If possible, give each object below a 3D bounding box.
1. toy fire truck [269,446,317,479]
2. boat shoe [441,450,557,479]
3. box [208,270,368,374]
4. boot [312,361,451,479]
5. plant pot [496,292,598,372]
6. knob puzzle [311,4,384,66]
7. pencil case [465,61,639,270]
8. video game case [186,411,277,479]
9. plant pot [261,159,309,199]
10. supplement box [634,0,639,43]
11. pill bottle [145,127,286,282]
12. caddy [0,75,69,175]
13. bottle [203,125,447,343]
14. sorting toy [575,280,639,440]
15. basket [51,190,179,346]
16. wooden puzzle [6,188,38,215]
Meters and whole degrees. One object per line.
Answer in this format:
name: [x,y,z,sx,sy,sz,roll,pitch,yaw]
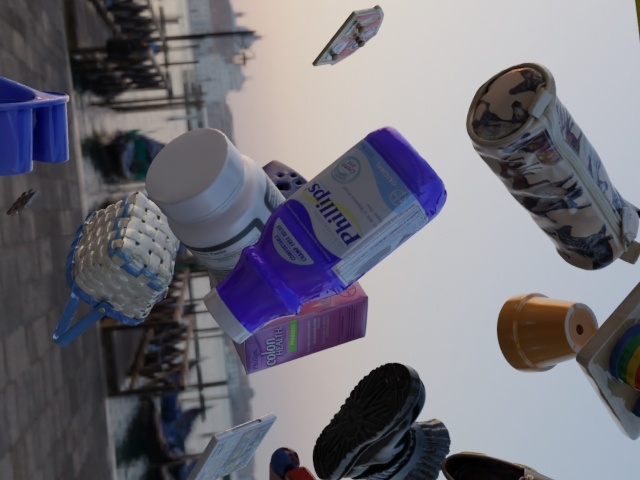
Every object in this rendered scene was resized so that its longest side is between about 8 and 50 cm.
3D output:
toy fire truck: [-0.015,0.485,1.376,0.302,0.169,0.254,-143,-138,-60]
boat shoe: [0.358,0.455,1.447,0.324,0.117,0.097,9,-27,47]
box: [-0.064,0.106,1.546,0.117,0.242,0.214,90,-23,-44]
boot: [0.169,0.376,1.623,0.348,0.260,0.131,-52,-146,38]
plant pot: [0.581,0.227,2.050,0.188,0.205,0.205,-16,-101,56]
knob puzzle: [0.087,-0.475,1.926,0.030,0.213,0.213,51,-14,9]
pencil case: [0.399,-0.115,1.374,0.183,0.160,0.410,15,-23,50]
video game case: [-0.209,0.487,1.885,0.023,0.183,0.201,49,-53,26]
plant pot: [-0.088,-0.011,1.898,0.212,0.236,0.236,24,-41,30]
supplement box: [0.595,-0.439,1.223,0.194,0.195,0.357,11,-43,38]
pill bottle: [-0.127,-0.029,1.223,0.283,0.161,0.161,53,19,-47]
caddy: [-0.640,-0.231,1.555,0.241,0.341,0.179,-40,132,-64]
bottle: [0.000,0.000,0.895,0.118,0.283,0.092,52,1,27]
sorting toy: [0.529,0.162,1.209,0.089,0.255,0.257,36,-10,49]
basket: [-0.416,0.063,1.633,0.201,0.289,0.255,42,35,-31]
wooden puzzle: [-0.551,-0.070,1.512,0.006,0.049,0.083,58,32,-30]
